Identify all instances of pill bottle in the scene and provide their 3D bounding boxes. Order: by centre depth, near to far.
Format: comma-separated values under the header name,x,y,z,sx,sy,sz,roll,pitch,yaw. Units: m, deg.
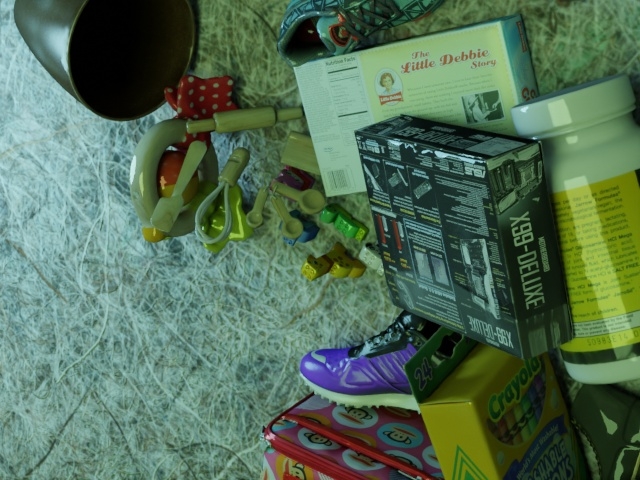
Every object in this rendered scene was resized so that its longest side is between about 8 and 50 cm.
name,x,y,z,sx,sy,sz,roll,pitch,yaw
pill bottle,0.335,-0.016,1.725,0.188,0.188,0.334,-13,98,37

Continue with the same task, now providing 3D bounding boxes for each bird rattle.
name,x,y,z,sx,sy,sz,roll,pitch,yaw
bird rattle,-0.184,-0.100,2.058,0.143,0.207,0.253,14,116,29

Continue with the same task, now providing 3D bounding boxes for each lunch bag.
name,x,y,z,sx,sy,sz,roll,pitch,yaw
lunch bag,0.067,0.311,1.975,0.293,0.258,0.120,20,116,28

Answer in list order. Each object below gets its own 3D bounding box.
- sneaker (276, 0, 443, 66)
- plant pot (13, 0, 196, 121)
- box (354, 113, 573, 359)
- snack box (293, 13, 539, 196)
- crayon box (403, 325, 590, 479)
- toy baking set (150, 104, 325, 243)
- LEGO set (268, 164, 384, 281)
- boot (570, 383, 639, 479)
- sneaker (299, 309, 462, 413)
name,x,y,z,sx,sy,sz,roll,pitch,yaw
sneaker,0.051,-0.280,1.868,0.262,0.125,0.104,-18,122,41
plant pot,-0.333,-0.304,2.110,0.230,0.215,0.215,26,119,42
box,0.165,-0.012,1.764,0.307,0.076,0.242,19,126,61
snack box,0.126,-0.169,1.902,0.322,0.060,0.187,-6,103,36
crayon box,0.231,0.248,1.842,0.083,0.203,0.323,-9,109,37
toy baking set,-0.105,-0.090,1.986,0.030,0.256,0.197,109,154,-65
LEGO set,0.000,0.000,2.025,0.227,0.093,0.087,39,124,18
boot,0.362,0.275,1.883,0.137,0.077,0.198,31,108,29
sneaker,0.109,0.151,1.998,0.293,0.102,0.146,7,109,25
